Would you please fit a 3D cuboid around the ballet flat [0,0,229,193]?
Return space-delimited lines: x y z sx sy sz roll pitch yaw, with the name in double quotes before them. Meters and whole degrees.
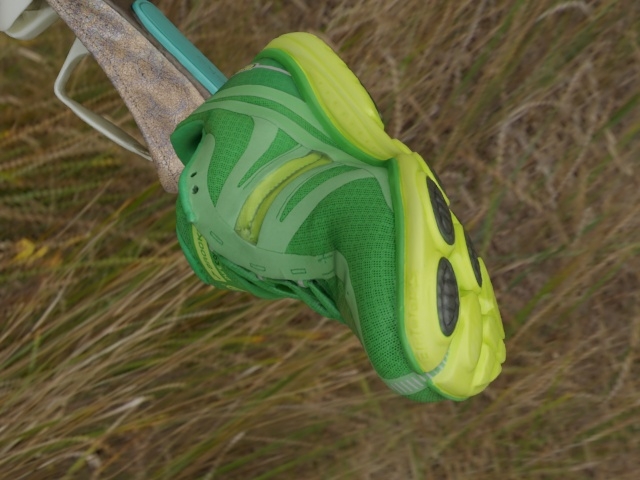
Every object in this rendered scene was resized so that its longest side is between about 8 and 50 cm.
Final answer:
"ballet flat" -0.177 -0.164 1.153 0.106 0.107 0.316 -40 86 14

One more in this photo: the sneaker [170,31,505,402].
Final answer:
"sneaker" 0.000 0.000 0.749 0.123 0.295 0.109 -32 122 -1
